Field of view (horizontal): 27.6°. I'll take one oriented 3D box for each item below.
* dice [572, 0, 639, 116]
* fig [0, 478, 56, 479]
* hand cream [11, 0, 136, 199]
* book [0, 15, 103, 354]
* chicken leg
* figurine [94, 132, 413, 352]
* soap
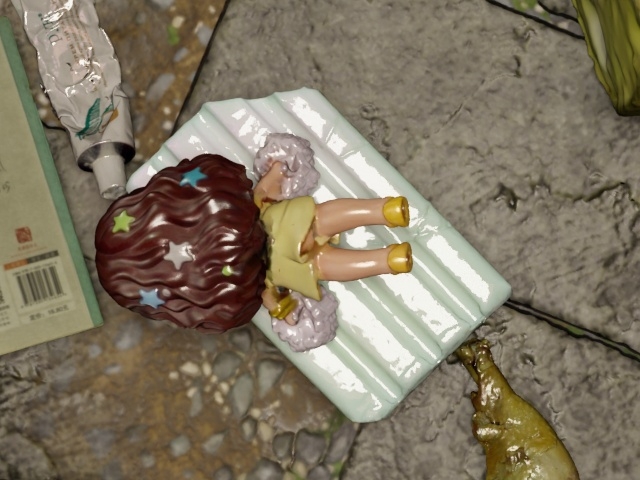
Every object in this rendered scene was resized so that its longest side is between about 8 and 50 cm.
[{"bbox_3d":[0.313,-0.240,1.018,0.227,0.233,0.238,-17,89,0],"label":"dice"},{"bbox_3d":[-0.224,0.252,1.085,0.185,0.126,0.133,27,70,15],"label":"fig"},{"bbox_3d":[-0.213,-0.155,1.124,0.084,0.050,0.257,-23,80,0],"label":"hand cream"},{"bbox_3d":[-0.317,-0.035,1.067,0.215,0.025,0.282,-15,84,-23],"label":"book"},{"bbox_3d":[0.156,0.168,1.102,0.093,0.070,0.178,-23,81,7],"label":"chicken leg"},{"bbox_3d":[-0.051,0.004,0.988,0.240,0.116,0.174,-4,90,3],"label":"figurine"},{"bbox_3d":[0.000,0.000,1.091,0.173,0.095,0.289,-45,88,2],"label":"soap"}]
